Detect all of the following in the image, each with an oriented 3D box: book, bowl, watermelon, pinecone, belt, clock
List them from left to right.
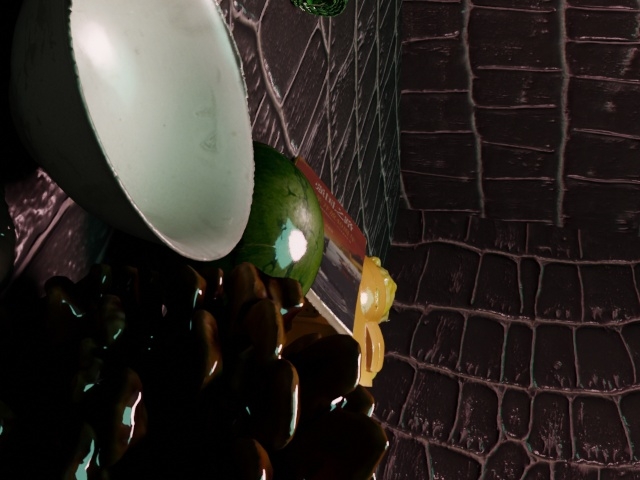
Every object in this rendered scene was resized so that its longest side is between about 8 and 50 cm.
[{"bbox_3d":[-0.183,-0.126,0.619,0.313,0.146,0.314,-8,90,-73],"label":"bowl"},{"bbox_3d":[-0.152,0.206,0.592,0.398,0.397,0.398,8,90,-78],"label":"pinecone"},{"bbox_3d":[-0.112,-0.005,0.861,0.242,0.242,0.243,8,90,-78],"label":"watermelon"},{"bbox_3d":[-0.003,-0.506,1.324,0.151,0.121,0.079,50,51,-67],"label":"belt"},{"bbox_3d":[0.000,0.000,1.429,0.262,0.028,0.374,49,26,-19],"label":"book"},{"bbox_3d":[0.026,0.173,1.607,0.200,0.244,0.317,12,82,-60],"label":"clock"}]

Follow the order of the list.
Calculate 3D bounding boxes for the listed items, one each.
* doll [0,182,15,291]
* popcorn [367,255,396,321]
[{"bbox_3d":[-0.277,-0.004,0.513,0.165,0.057,0.139,-95,166,-48],"label":"doll"},{"bbox_3d":[0.089,0.166,1.920,0.286,0.215,0.252,-28,166,-34],"label":"popcorn"}]
